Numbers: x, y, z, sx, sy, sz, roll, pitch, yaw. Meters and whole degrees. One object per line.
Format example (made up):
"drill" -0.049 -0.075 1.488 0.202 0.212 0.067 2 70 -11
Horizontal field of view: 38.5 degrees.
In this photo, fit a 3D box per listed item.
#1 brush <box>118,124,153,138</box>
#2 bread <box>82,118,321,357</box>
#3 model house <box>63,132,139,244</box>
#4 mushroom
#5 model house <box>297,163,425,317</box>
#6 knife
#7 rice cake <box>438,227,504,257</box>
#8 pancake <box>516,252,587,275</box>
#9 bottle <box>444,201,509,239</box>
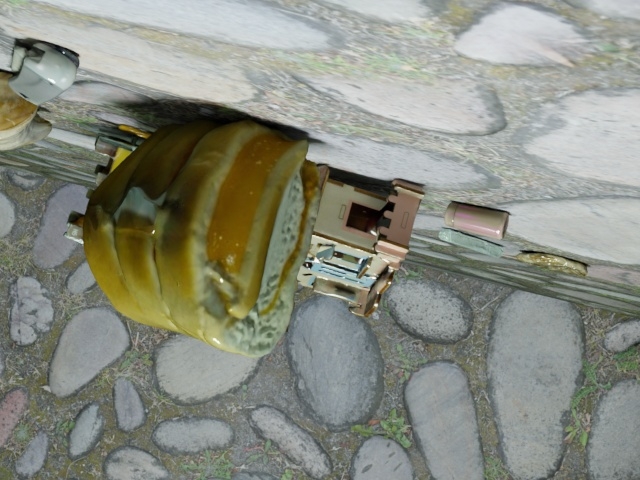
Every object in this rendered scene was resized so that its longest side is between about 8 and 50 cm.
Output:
"brush" -0.209 -0.154 1.555 0.272 0.013 0.103 16 176 -20
"bread" -0.183 -0.026 1.233 0.341 0.300 0.210 14 172 46
"model house" -0.317 -0.064 1.603 0.215 0.224 0.198 19 -177 -14
"mushroom" -0.479 -0.190 1.395 0.123 0.095 0.351 -4 -178 -12
"model house" 0.000 0.000 1.470 0.244 0.169 0.326 21 160 -4
"knife" -0.345 -0.202 1.115 0.073 0.040 0.265 27 172 -21
"rice cake" 0.317 0.005 1.915 0.171 0.029 0.033 17 -179 -34
"pancake" 0.492 0.048 1.945 0.152 0.025 0.151 14 177 1
"bottle" 0.247 -0.032 1.453 0.096 0.045 0.045 13 177 22
